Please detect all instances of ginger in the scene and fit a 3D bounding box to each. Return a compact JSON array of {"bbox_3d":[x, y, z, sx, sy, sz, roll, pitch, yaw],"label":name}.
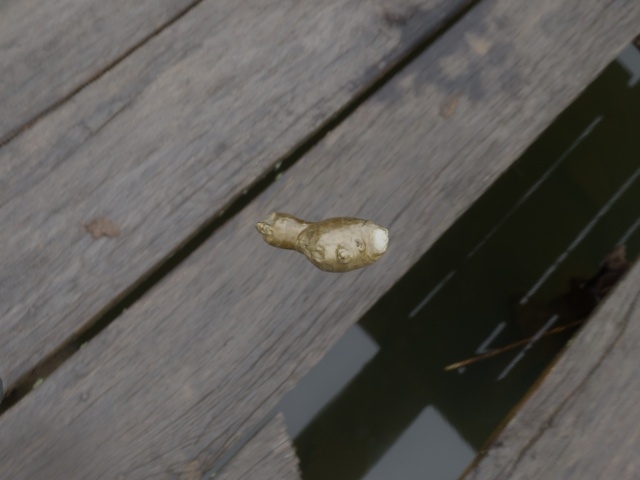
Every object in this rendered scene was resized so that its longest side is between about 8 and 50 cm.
[{"bbox_3d":[-0.002,0.003,1.278,0.165,0.067,0.096,4,20,17],"label":"ginger"}]

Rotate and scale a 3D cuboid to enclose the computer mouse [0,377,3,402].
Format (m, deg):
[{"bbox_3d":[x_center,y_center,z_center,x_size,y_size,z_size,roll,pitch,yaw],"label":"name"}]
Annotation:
[{"bbox_3d":[-0.441,0.132,1.114,0.229,0.068,0.113,26,52,-18],"label":"computer mouse"}]
